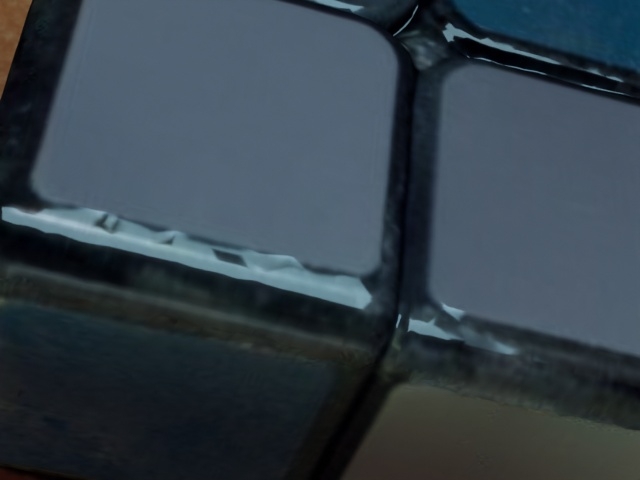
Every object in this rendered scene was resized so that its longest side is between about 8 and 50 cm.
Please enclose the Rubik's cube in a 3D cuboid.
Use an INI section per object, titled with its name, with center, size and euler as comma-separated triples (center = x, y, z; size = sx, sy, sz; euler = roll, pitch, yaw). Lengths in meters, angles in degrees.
[Rubik's cube]
center = 0.000, 0.000, 0.690
size = 0.316, 0.313, 0.318
euler = 15, 53, -8
